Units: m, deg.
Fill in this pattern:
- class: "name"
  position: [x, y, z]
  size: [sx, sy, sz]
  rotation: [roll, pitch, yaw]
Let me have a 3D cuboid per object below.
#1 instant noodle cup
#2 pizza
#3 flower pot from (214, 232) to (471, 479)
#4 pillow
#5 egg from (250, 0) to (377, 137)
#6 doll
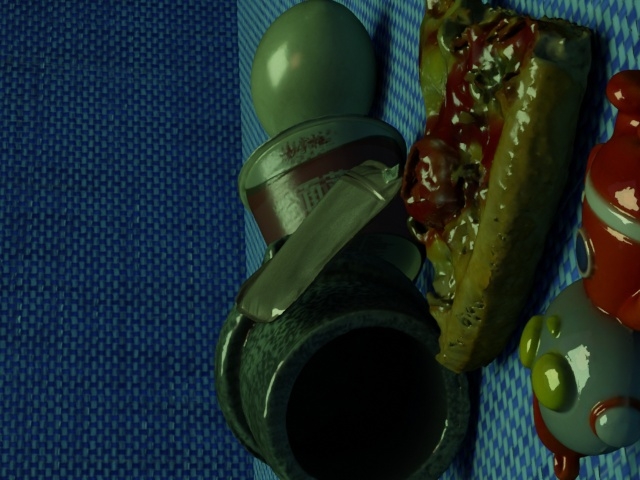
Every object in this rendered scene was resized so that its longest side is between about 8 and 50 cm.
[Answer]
- class: "instant noodle cup"
  position: [0.024, -0.026, 1.930]
  size: [0.235, 0.234, 0.178]
  rotation: [105, 153, -51]
- class: "pizza"
  position: [0.144, -0.115, 1.523]
  size: [0.406, 0.130, 0.440]
  rotation: [-102, 17, -44]
- class: "flower pot"
  position: [0.018, 0.138, 1.732]
  size: [0.283, 0.299, 0.299]
  rotation: [-141, 54, -72]
- class: "pillow"
  position: [0.000, 0.000, 1.625]
  size: [0.233, 0.038, 0.130]
  rotation: [-48, 26, -7]
- class: "egg"
  position: [-0.009, -0.239, 2.188]
  size: [0.186, 0.186, 0.253]
  rotation: [-99, 13, -46]
- class: "doll"
  position: [0.219, 0.043, 1.141]
  size: [0.200, 0.105, 0.336]
  rotation: [-107, 22, -60]
